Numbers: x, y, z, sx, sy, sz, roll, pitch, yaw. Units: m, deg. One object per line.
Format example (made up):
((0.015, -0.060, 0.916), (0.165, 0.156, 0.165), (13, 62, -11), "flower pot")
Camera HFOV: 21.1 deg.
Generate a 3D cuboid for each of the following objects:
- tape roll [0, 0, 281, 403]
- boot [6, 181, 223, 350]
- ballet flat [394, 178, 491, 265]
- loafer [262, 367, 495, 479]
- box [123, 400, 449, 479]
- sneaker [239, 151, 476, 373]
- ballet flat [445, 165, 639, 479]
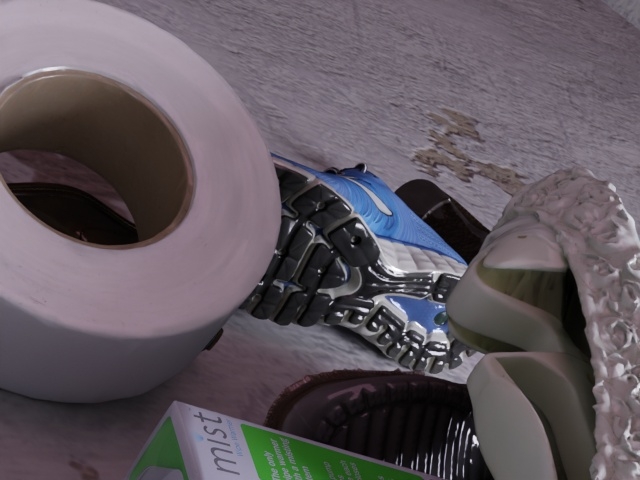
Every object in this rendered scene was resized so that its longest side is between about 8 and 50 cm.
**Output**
((-0.174, -0.034, 1.194), (0.286, 0.100, 0.286), (16, 52, -21), "tape roll")
((-0.167, 0.022, 1.258), (0.219, 0.082, 0.106), (14, 23, -38), "boot")
((0.147, 0.025, 1.672), (0.250, 0.084, 0.058), (47, -8, 45), "ballet flat")
((0.066, 0.160, 1.219), (0.130, 0.134, 0.366), (11, -3, 38), "loafer")
((0.012, 0.237, 0.943), (0.231, 0.127, 0.262), (21, 24, -25), "box")
((0.000, 0.000, 1.447), (0.330, 0.130, 0.147), (30, 17, -36), "sneaker")
((0.153, 0.075, 1.109), (0.147, 0.147, 0.409), (20, 32, -22), "ballet flat")
